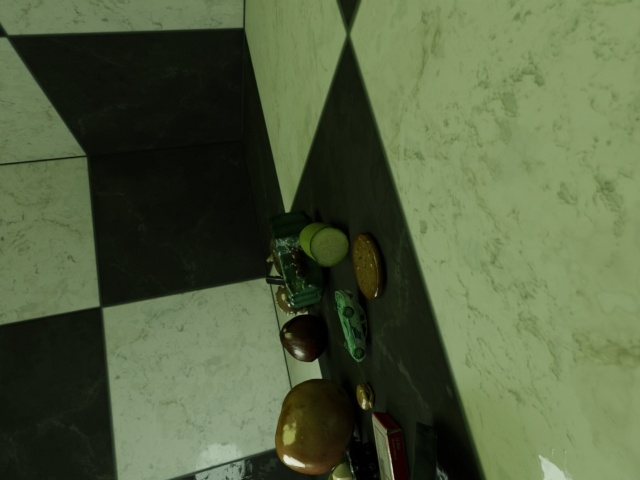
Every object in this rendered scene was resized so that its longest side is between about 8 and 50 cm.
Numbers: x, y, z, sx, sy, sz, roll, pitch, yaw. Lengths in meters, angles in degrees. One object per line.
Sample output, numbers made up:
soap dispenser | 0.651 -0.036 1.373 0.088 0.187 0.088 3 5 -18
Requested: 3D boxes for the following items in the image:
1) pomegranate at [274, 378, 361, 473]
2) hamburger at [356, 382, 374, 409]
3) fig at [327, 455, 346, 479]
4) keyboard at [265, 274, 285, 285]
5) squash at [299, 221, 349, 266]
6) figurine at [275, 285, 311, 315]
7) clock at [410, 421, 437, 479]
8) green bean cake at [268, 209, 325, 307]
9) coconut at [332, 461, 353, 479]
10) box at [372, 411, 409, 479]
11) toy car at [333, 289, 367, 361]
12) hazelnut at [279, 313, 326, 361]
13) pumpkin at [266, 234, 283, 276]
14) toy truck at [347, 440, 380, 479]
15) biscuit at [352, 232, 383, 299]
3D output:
pomegranate | -0.002 0.703 1.536 0.338 0.337 0.339 170 90 -76
hamburger | 0.144 0.504 1.326 0.076 0.044 0.083 -121 23 -57
fig | 0.076 1.032 1.771 0.133 0.126 0.185 76 169 -47
keyboard | -0.138 0.190 1.868 0.072 0.230 0.023 88 -169 -57
squash | 0.000 0.000 1.385 0.247 0.132 0.133 -146 48 -72
figurine | -0.138 0.282 2.003 0.247 0.172 0.177 141 118 -73
clock | 0.210 0.501 0.851 0.226 0.048 0.226 4 -90 -75
green bean cake | -0.083 0.073 1.613 0.300 0.169 0.308 84 172 -54
coconut | 0.108 0.943 1.619 0.116 0.116 0.122 146 116 -74
box | 0.201 0.617 1.162 0.123 0.049 0.230 -176 77 -75
toy car | 0.102 0.261 1.265 0.090 0.076 0.224 -160 54 -72
hazelnut | -0.079 0.442 1.822 0.234 0.217 0.218 108 149 -56
pumpkin | -0.163 0.065 1.927 0.260 0.189 0.261 170 90 -77
toy truck | 0.141 0.757 1.322 0.259 0.088 0.121 -158 59 -87
biscuit | 0.131 0.070 1.125 0.188 0.027 0.188 172 90 -76
